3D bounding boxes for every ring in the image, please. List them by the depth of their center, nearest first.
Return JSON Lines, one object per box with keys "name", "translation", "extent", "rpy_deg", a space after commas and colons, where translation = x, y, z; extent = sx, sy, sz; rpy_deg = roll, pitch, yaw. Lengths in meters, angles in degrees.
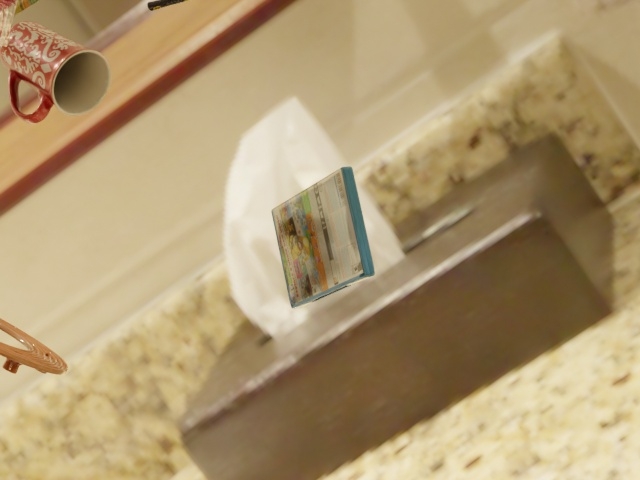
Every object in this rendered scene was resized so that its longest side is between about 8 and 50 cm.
{"name": "ring", "translation": [-0.509, 0.114, 1.800], "extent": [0.032, 0.337, 0.336], "rpy_deg": [-62, 14, -4]}

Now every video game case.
{"name": "video game case", "translation": [0.000, 0.000, 1.398], "extent": [0.015, 0.119, 0.166], "rpy_deg": [-6, -11, -31]}

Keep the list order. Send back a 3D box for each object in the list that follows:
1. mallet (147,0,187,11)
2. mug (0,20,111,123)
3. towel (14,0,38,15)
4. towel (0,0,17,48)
{"name": "mallet", "translation": [-0.188, -0.397, 2.029], "extent": [0.190, 0.039, 0.062], "rpy_deg": [-10, -20, 9]}
{"name": "mug", "translation": [-0.446, -0.276, 2.061], "extent": [0.150, 0.113, 0.169], "rpy_deg": [-32, 48, -31]}
{"name": "towel", "translation": [-0.290, -0.335, 1.530], "extent": [0.237, 0.021, 0.102], "rpy_deg": [-35, -1, -13]}
{"name": "towel", "translation": [-0.438, -0.286, 1.446], "extent": [0.029, 0.197, 0.144], "rpy_deg": [-67, 11, -18]}
